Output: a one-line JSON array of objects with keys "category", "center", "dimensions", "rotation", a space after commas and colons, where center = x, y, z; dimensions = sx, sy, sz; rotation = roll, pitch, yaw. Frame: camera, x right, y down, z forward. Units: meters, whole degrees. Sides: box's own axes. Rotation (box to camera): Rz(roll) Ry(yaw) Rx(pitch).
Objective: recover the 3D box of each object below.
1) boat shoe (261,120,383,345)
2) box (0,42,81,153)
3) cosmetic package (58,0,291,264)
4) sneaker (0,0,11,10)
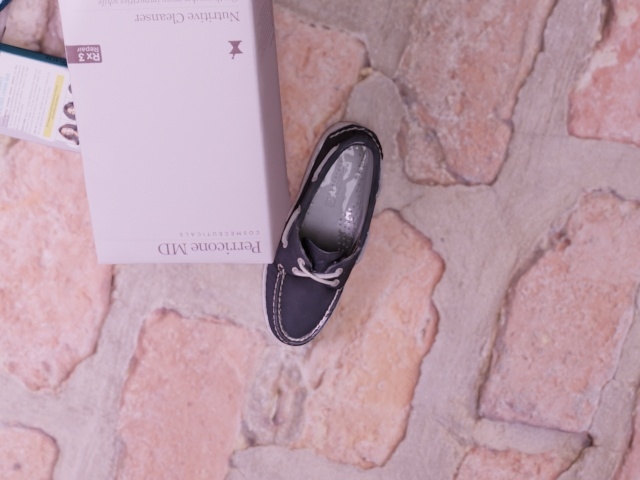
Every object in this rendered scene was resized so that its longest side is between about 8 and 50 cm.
[{"category": "boat shoe", "center": [0.000, 0.000, 1.854], "dimensions": [0.114, 0.091, 0.303], "rotation": [11, 103, -10]}, {"category": "box", "center": [-0.303, -0.163, 1.785], "dimensions": [0.244, 0.060, 0.101], "rotation": [14, 104, -11]}, {"category": "cosmetic package", "center": [-0.158, -0.171, 1.650], "dimensions": [0.217, 0.156, 0.385], "rotation": [-2, 116, 8]}, {"category": "sneaker", "center": [-0.425, -0.287, 1.730], "dimensions": [0.229, 0.087, 0.092], "rotation": [-45, 99, -2]}]
